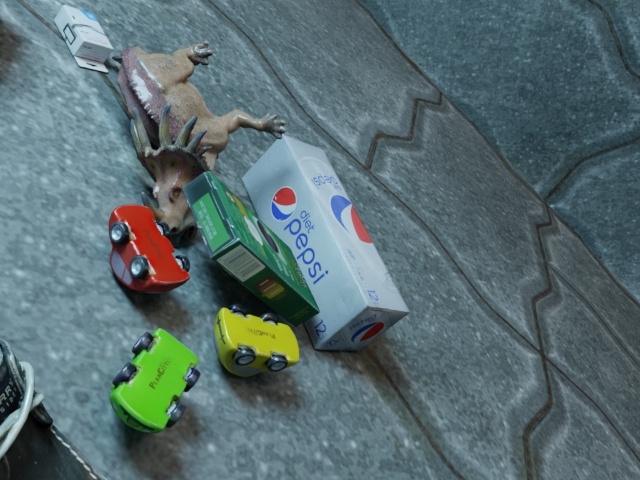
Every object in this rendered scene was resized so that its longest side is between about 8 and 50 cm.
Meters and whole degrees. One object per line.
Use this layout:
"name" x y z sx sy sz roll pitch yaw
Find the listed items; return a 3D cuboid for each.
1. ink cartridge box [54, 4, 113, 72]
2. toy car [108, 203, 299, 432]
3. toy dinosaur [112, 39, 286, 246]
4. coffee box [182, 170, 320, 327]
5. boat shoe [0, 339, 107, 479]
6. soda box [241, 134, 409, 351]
"ink cartridge box" -0.302 -0.259 0.891 0.048 0.028 0.083 -2 55 -56
"toy car" -0.137 0.094 0.634 0.239 0.053 0.225 41 28 -11
"toy dinosaur" -0.183 -0.154 0.823 0.296 0.127 0.200 51 31 14
"coffee box" -0.073 0.015 0.772 0.184 0.040 0.113 46 12 -51
"boat shoe" -0.223 0.114 0.405 0.335 0.119 0.121 40 28 -14
"soda box" 0.000 0.000 0.910 0.091 0.098 0.286 14 41 -48
